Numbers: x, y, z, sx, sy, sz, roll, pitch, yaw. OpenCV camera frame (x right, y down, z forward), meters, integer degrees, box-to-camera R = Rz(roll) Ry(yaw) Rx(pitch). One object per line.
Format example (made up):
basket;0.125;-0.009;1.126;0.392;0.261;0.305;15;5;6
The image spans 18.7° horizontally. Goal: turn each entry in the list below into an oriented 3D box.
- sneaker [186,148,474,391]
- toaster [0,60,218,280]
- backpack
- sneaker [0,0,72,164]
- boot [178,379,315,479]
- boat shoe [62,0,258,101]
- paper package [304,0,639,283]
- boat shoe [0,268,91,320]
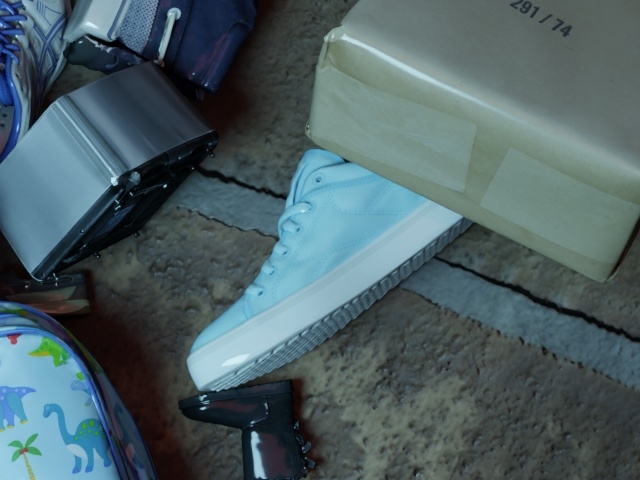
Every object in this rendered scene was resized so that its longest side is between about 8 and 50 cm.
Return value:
sneaker;0.000;0.000;1.858;0.366;0.135;0.150;-35;78;-18
toaster;-0.198;-0.068;1.786;0.110;0.185;0.168;50;36;5
backpack;-0.274;0.230;1.746;0.290;0.273;0.356;-15;70;-1
sneaker;-0.300;-0.169;1.845;0.111;0.131;0.296;5;80;-3
boot;-0.071;0.189;1.857;0.121;0.045;0.099;-8;86;-7
boat shoe;-0.122;-0.298;1.900;0.158;0.127;0.341;25;80;-18
paper package;0.197;-0.170;1.808;0.324;0.168;0.309;26;53;7
boat shoe;-0.297;0.053;1.853;0.152;0.056;0.049;1;76;-15
